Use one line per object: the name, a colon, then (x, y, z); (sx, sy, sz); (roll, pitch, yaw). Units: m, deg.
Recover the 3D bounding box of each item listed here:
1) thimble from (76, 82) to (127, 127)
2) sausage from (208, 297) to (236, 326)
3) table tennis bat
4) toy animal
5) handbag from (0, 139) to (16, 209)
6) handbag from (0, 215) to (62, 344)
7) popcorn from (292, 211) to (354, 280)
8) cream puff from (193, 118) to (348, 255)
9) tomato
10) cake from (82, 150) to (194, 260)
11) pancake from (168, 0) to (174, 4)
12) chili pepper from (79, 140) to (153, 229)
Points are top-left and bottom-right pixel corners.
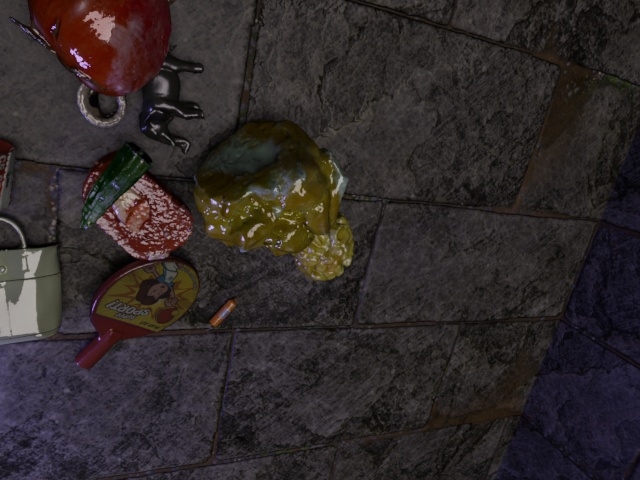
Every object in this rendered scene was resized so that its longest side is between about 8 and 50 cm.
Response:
thimble: (-0.490, -0.318, 1.060); (0.102, 0.090, 0.115); (6, 110, -23)
sausage: (-0.289, 0.214, 1.415); (0.107, 0.031, 0.031); (-46, 122, 0)
table tennis bat: (-0.505, 0.194, 1.267); (0.415, 0.051, 0.268); (-43, 142, 6)
toy animal: (-0.357, -0.330, 1.114); (0.147, 0.115, 0.244); (-6, 92, -29)
handbag: (-0.804, -0.151, 0.965); (0.298, 0.151, 0.171); (7, 120, -43)
handbag: (-0.759, 0.093, 1.137); (0.242, 0.109, 0.314); (-6, 101, -23)
popcorn: (-0.002, 0.000, 1.363); (0.181, 0.217, 0.234); (-14, 91, -5)
cream puff: (-0.117, -0.109, 1.173); (0.378, 0.378, 0.275); (-34, 138, -8)
tomato: (-0.427, -0.456, 0.924); (0.309, 0.170, 0.308); (-3, 99, -19)
cake: (-0.449, -0.077, 1.146); (0.177, 0.151, 0.283); (-46, 121, -4)
pancake: (-0.391, -0.607, 1.019); (0.200, 0.021, 0.199); (-9, 114, -22)
chili pepper: (-0.454, -0.106, 1.017); (0.227, 0.088, 0.059); (-49, 148, 10)
